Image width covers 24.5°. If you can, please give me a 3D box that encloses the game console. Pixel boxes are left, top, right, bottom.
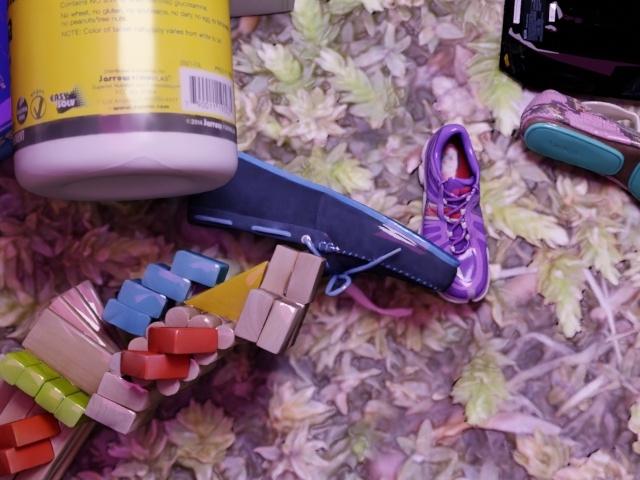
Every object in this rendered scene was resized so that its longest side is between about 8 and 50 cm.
[{"bbox_3d":[0.296,-0.312,1.442,0.213,0.044,0.361,8,77,-2],"label":"game console"}]

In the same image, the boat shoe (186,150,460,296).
[{"bbox_3d":[0.000,0.000,1.338,0.258,0.109,0.089,23,87,21],"label":"boat shoe"}]

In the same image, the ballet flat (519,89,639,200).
[{"bbox_3d":[0.295,-0.084,1.378,0.221,0.077,0.079,26,58,4],"label":"ballet flat"}]

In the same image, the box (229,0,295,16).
[{"bbox_3d":[-0.077,-0.268,1.384,0.102,0.101,0.087,-6,78,-4],"label":"box"}]

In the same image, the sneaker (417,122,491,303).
[{"bbox_3d":[0.121,-0.026,1.352,0.068,0.071,0.170,-6,78,-4],"label":"sneaker"}]

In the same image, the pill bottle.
[{"bbox_3d":[-0.171,-0.209,1.245,0.188,0.188,0.334,-3,83,-3],"label":"pill bottle"}]

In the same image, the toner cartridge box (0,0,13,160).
[{"bbox_3d":[-0.345,-0.255,1.384,0.165,0.075,0.348,-34,80,-9],"label":"toner cartridge box"}]

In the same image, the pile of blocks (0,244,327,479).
[{"bbox_3d":[-0.166,0.091,1.248,0.362,0.112,0.149,-32,86,6],"label":"pile of blocks"}]
